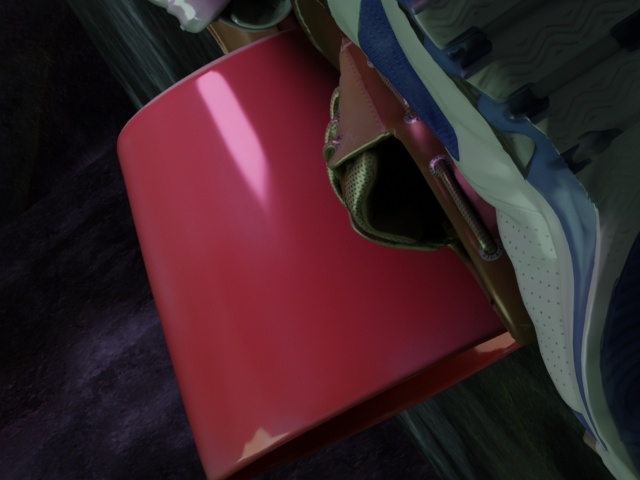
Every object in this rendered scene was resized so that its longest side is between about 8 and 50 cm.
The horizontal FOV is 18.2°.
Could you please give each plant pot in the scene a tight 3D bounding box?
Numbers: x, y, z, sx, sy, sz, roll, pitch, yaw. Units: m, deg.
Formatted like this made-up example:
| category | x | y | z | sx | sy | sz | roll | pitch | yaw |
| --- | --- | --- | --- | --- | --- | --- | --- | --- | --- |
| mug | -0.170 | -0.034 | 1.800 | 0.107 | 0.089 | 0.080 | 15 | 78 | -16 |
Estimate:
| category | x | y | z | sx | sy | sz | roll | pitch | yaw |
| --- | --- | --- | --- | --- | --- | --- | --- | --- | --- |
| plant pot | 0.000 | 0.000 | 1.347 | 0.243 | 0.275 | 0.275 | 64 | 176 | 10 |

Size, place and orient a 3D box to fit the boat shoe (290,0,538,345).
| category | x | y | z | sx | sy | sz | roll | pitch | yaw |
| --- | --- | --- | --- | --- | --- | --- | --- | --- | --- |
| boat shoe | 0.056 | -0.057 | 1.012 | 0.324 | 0.120 | 0.122 | 45 | 170 | 52 |

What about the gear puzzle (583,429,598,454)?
| category | x | y | z | sx | sy | sz | roll | pitch | yaw |
| --- | --- | --- | --- | --- | --- | --- | --- | --- | --- |
| gear puzzle | 0.207 | 0.128 | 0.906 | 0.175 | 0.044 | 0.339 | 9 | -163 | -25 |

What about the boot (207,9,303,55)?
| category | x | y | z | sx | sy | sz | roll | pitch | yaw |
| --- | --- | --- | --- | --- | --- | --- | --- | --- | --- |
| boot | -0.080 | -0.199 | 1.593 | 0.269 | 0.089 | 0.236 | 54 | 162 | -18 |

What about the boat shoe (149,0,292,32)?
| category | x | y | z | sx | sy | sz | roll | pitch | yaw |
| --- | --- | --- | --- | --- | --- | --- | --- | --- | --- |
| boat shoe | -0.048 | -0.160 | 1.170 | 0.084 | 0.095 | 0.258 | 49 | -156 | 2 |

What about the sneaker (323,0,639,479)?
| category | x | y | z | sx | sy | sz | roll | pitch | yaw |
| --- | --- | --- | --- | --- | --- | --- | --- | --- | --- |
| sneaker | 0.099 | -0.064 | 0.830 | 0.315 | 0.127 | 0.182 | 62 | 177 | -27 |
